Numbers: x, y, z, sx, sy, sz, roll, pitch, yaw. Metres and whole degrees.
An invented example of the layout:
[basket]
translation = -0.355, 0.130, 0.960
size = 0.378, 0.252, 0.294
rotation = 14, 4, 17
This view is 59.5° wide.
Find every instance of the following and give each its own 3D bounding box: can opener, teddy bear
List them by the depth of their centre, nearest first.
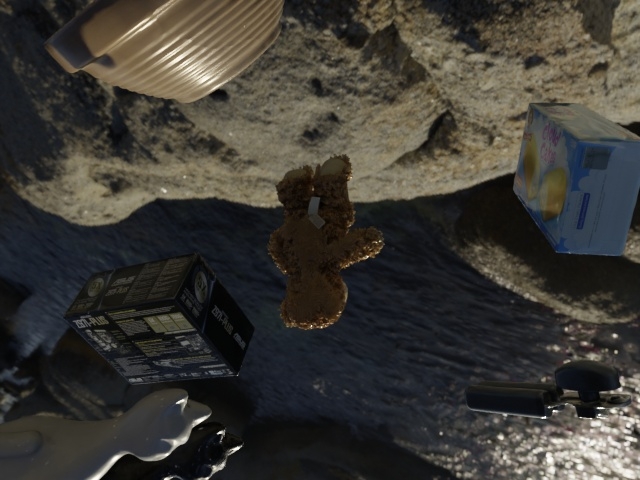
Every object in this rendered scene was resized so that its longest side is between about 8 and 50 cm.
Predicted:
[can opener]
translation = 0.362, 0.245, 0.914
size = 0.074, 0.093, 0.280
rotation = -3, 169, -37
[teddy bear]
translation = 0.000, 0.000, 1.061
size = 0.245, 0.338, 0.113
rotation = -26, 155, 18

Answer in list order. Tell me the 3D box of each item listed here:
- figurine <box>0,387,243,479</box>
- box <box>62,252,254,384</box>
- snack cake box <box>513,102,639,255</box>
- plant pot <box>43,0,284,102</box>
[figurine]
translation = -0.200, 0.218, 0.570
size = 0.209, 0.092, 0.215
rotation = -18, 148, -4
[box]
translation = -0.200, 0.105, 0.711
size = 0.180, 0.078, 0.147
rotation = -12, 128, 25
[snack cake box]
translation = 0.362, -0.102, 0.812
size = 0.089, 0.264, 0.152
rotation = 3, 113, 5
[plant pot]
translation = -0.114, -0.202, 0.499
size = 0.237, 0.237, 0.110
rotation = -6, 132, 42
